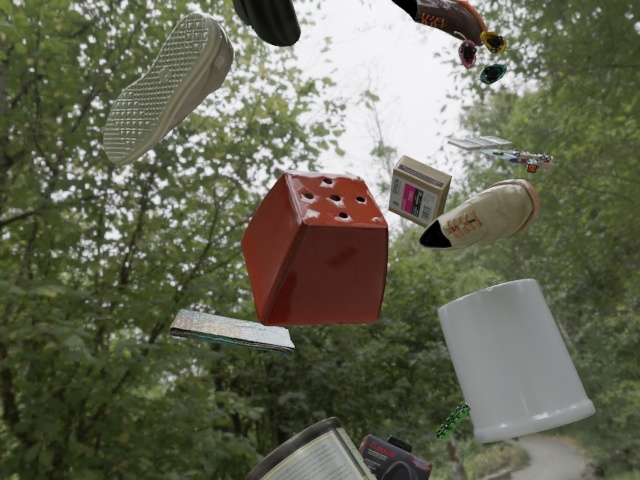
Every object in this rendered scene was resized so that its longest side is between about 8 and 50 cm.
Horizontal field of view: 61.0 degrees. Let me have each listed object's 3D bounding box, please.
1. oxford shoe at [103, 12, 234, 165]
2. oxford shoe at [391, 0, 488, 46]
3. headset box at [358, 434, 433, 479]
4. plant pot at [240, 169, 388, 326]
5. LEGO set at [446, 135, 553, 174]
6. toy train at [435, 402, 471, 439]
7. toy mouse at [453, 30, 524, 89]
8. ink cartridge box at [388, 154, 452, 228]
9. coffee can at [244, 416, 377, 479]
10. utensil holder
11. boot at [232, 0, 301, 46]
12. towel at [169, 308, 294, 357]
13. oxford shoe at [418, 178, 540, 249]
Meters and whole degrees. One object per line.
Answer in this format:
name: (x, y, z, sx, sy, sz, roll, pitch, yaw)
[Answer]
oxford shoe: (-0.356, -0.332, 1.276, 0.449, 0.169, 0.130, -41, -18, 25)
oxford shoe: (0.289, -0.548, 1.336, 0.098, 0.271, 0.096, -39, -24, -19)
headset box: (0.196, 0.749, 1.650, 0.218, 0.293, 0.110, 24, -28, 5)
plant pot: (0.000, 0.000, 1.146, 0.267, 0.267, 0.235, 2, -50, -21)
LEGO set: (0.469, -0.211, 1.380, 0.183, 0.244, 0.060, -12, -61, -34)
toy train: (0.230, 0.312, 0.935, 0.024, 0.017, 0.083, 25, -72, -34)
toy mouse: (0.345, -0.385, 1.177, 0.161, 0.143, 0.031, 22, -6, -11)
ink cartridge box: (0.349, -0.165, 1.931, 0.088, 0.193, 0.234, -52, -23, -29)
coffee can: (0.024, 0.477, 0.924, 0.202, 0.275, 0.201, -29, -28, -17)
utensil holder: (0.538, 0.340, 1.550, 0.328, 0.385, 0.327, -15, -18, -5)
boot: (-0.118, -0.546, 1.037, 0.146, 0.366, 0.445, -23, -29, -7)
towel: (-0.275, 0.289, 1.711, 0.371, 0.040, 0.271, 12, 2, -9)
oxford shoe: (0.402, -0.041, 1.412, 0.147, 0.140, 0.397, -23, -8, -24)
